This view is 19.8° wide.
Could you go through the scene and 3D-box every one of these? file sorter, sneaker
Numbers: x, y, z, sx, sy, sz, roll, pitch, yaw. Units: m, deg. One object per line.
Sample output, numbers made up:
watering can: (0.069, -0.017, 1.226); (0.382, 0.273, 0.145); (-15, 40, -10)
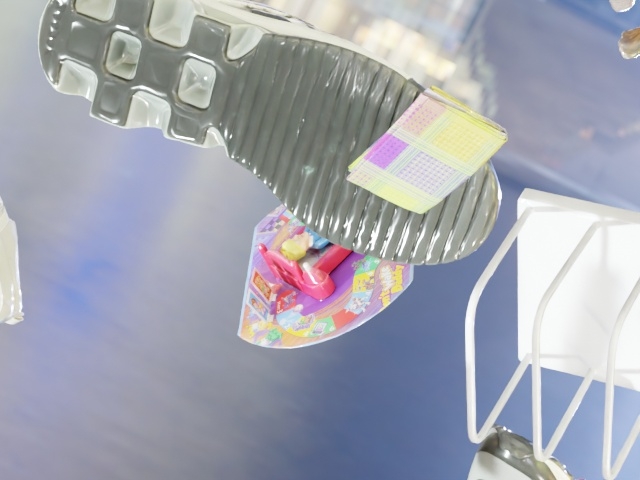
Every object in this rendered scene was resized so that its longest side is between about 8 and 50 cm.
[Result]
file sorter: (0.278, 0.103, 1.607); (0.277, 0.193, 0.173); (14, 39, 24)
sneaker: (0.174, 0.279, 1.764); (0.100, 0.108, 0.272); (30, -36, 22)
sneaker: (-0.013, -0.095, 1.215); (0.330, 0.122, 0.146); (29, 20, 19)
sneaker: (-0.412, -0.023, 2.130); (0.105, 0.281, 0.115); (-18, -18, 20)

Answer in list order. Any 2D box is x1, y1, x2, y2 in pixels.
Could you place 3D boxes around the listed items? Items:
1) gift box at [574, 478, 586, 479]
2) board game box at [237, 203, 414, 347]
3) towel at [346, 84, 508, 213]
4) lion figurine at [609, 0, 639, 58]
gift box: (0.281, 0.445, 2.031); (0.255, 0.276, 0.258); (-6, 34, 19)
board game box: (0.000, 0.000, 1.277); (0.033, 0.133, 0.169); (57, 26, -36)
towel: (0.061, -0.050, 1.038); (0.060, 0.083, 0.009); (26, 42, -22)
lion figurine: (0.356, -0.146, 1.305); (0.240, 0.142, 0.392); (-14, -3, 21)
